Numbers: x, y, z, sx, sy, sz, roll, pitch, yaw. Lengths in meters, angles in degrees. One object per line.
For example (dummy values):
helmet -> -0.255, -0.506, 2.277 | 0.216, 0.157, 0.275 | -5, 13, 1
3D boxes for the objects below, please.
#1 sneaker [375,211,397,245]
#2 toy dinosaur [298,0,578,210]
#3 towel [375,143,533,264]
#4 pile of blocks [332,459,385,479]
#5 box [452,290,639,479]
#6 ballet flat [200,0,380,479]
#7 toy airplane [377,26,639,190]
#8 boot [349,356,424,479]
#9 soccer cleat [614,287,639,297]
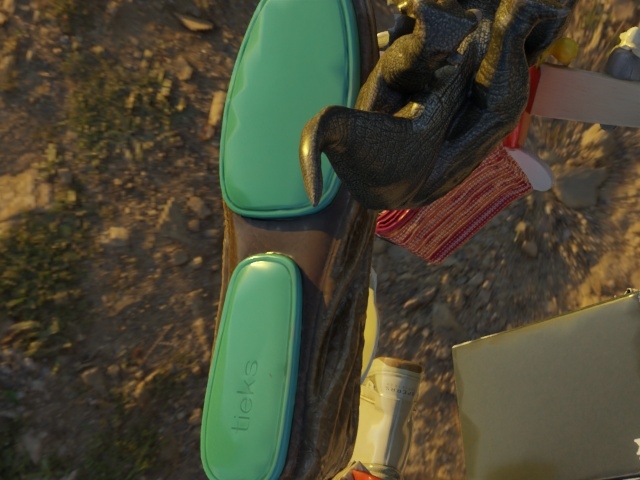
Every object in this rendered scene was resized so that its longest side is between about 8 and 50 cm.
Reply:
sneaker -> 0.093, -0.038, 1.647 | 0.178, 0.077, 0.071 | 19, 100, 10
toy dinosaur -> 0.069, -0.082, 0.561 | 0.121, 0.313, 0.160 | 21, 133, 0
towel -> 0.193, -0.050, 1.442 | 0.199, 0.275, 0.031 | -41, 67, 11
pile of blocks -> 0.124, 0.390, 1.154 | 0.112, 0.149, 0.362 | -46, 60, 31
box -> 0.414, 0.221, 1.334 | 0.294, 0.396, 0.211 | -24, 64, 45
ballet flat -> 0.000, 0.000, 0.671 | 0.116, 0.124, 0.342 | 0, 83, 34
toy airplane -> 0.322, -0.276, 1.666 | 0.386, 0.272, 0.384 | 44, 141, -12
boot -> 0.083, 0.289, 1.512 | 0.095, 0.262, 0.203 | 13, 73, -5
soccer cleat -> 0.527, 0.092, 1.721 | 0.083, 0.029, 0.035 | -21, 108, -3
